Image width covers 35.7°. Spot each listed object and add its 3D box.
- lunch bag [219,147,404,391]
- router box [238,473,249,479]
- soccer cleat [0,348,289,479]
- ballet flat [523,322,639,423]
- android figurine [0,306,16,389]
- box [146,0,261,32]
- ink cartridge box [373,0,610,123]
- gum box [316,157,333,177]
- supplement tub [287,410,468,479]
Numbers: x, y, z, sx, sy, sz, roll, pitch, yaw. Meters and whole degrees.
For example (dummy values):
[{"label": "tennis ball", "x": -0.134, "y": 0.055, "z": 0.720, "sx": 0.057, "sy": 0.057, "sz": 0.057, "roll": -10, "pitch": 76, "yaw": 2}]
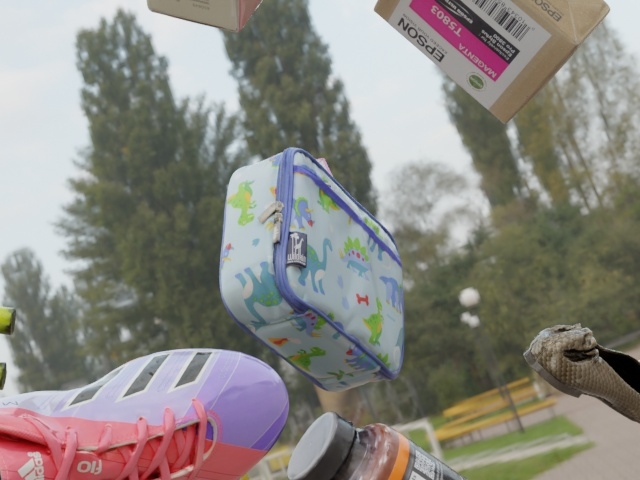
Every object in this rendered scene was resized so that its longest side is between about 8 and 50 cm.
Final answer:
[{"label": "lunch bag", "x": -0.001, "y": 0.027, "z": 0.931, "sx": 0.090, "sy": 0.176, "sz": 0.219, "roll": -18, "pitch": -41, "yaw": 27}, {"label": "router box", "x": -0.238, "y": 0.430, "z": 1.515, "sx": 0.081, "sy": 0.242, "sz": 0.309, "roll": -18, "pitch": 4, "yaw": 44}, {"label": "soccer cleat", "x": -0.114, "y": 0.099, "z": 0.447, "sx": 0.248, "sy": 0.083, "sz": 0.095, "roll": -5, "pitch": -4, "yaw": -30}, {"label": "ballet flat", "x": 0.282, "y": 0.125, "z": 0.963, "sx": 0.250, "sy": 0.084, "sz": 0.058, "roll": 23, "pitch": -69, "yaw": -44}, {"label": "android figurine", "x": -0.594, "y": 0.146, "z": 1.452, "sx": 0.273, "sy": 0.248, "sz": 0.056, "roll": 4, "pitch": -17, "yaw": -8}, {"label": "box", "x": -0.112, "y": -0.387, "z": 1.214, "sx": 0.127, "sy": 0.232, "sz": 0.148, "roll": 16, "pitch": -41, "yaw": 12}, {"label": "ink cartridge box", "x": 0.200, "y": -0.282, "z": 1.207, "sx": 0.088, "sy": 0.235, "sz": 0.193, "roll": -47, "pitch": -4, "yaw": -28}, {"label": "gum box", "x": 0.000, "y": 0.000, "z": 1.203, "sx": 0.062, "sy": 0.188, "sz": 0.107, "roll": -10, "pitch": -48, "yaw": -11}, {"label": "supplement tub", "x": 0.069, "y": 0.231, "z": 0.867, "sx": 0.106, "sy": 0.198, "sz": 0.106, "roll": -51, "pitch": 12, "yaw": 15}]
